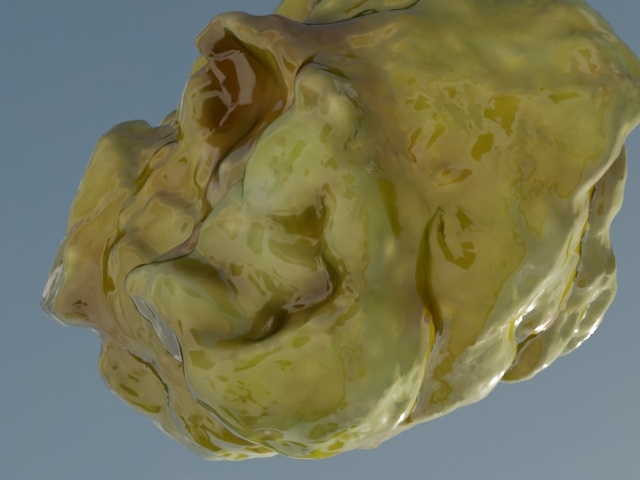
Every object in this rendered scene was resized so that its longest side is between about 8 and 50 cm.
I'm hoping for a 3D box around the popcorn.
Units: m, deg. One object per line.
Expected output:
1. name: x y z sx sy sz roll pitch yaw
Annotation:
1. popcorn: 0.012 0.005 1.041 0.293 0.292 0.334 23 -19 -11
